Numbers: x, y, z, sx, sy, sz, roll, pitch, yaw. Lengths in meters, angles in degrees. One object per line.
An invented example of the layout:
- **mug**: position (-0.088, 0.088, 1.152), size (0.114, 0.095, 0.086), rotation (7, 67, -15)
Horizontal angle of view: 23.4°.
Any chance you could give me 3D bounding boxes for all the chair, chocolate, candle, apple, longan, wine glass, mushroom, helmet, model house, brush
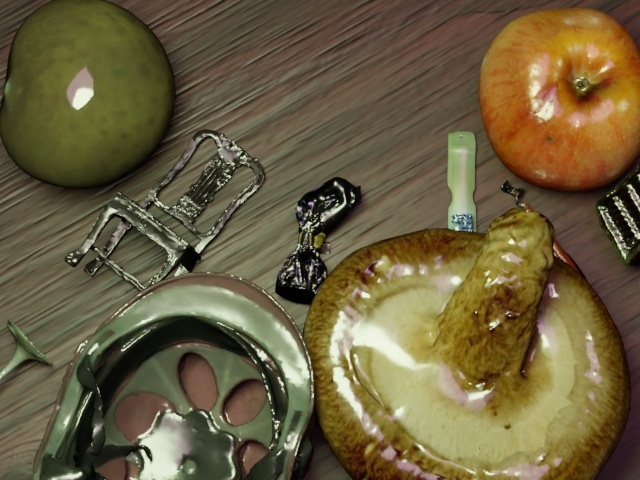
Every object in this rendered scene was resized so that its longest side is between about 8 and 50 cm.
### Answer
- **chair**: position (-0.167, -0.030, 1.735), size (0.106, 0.113, 0.229), rotation (36, 84, 8)
- **chocolate**: position (-0.004, 0.000, 1.752), size (0.072, 0.070, 0.147), rotation (15, 67, 16)
- **candle**: position (0.258, 0.000, 1.754), size (0.026, 0.021, 0.167), rotation (-35, 78, 15)
- **apple**: position (0.275, -0.160, 1.718), size (0.209, 0.164, 0.209), rotation (0, 78, 0)
- **longan**: position (-0.260, -0.161, 1.726), size (0.196, 0.196, 0.220), rotation (8, 70, 4)
- **wine glass**: position (-0.409, 0.209, 1.709), size (0.074, 0.074, 0.262), rotation (41, 83, 10)
- **mushroom**: position (0.156, 0.145, 1.639), size (0.345, 0.239, 0.345), rotation (-6, 76, 25)
- **helmet**: position (-0.139, 0.217, 1.629), size (0.271, 0.197, 0.338), rotation (20, 74, 14)
- **model house**: position (0.396, -0.020, 1.710), size (0.152, 0.106, 0.165), rotation (-26, 73, -6)
- **brush**: position (0.160, -0.042, 1.765), size (0.033, 0.030, 0.179), rotation (-2, 77, 12)
